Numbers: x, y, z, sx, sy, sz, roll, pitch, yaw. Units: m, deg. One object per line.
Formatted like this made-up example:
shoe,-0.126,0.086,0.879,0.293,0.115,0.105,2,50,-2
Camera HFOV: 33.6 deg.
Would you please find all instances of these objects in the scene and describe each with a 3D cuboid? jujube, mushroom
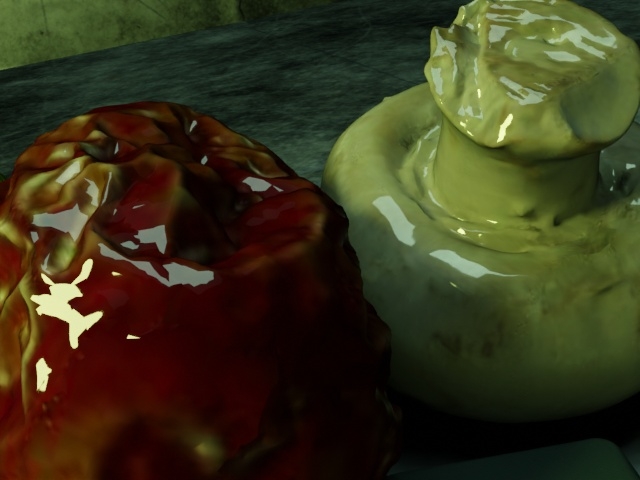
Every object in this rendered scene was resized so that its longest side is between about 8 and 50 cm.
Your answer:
jujube,-0.094,0.059,0.647,0.276,0.277,0.377,-10,20,-4
mushroom,0.138,-0.035,0.736,0.297,0.290,0.298,0,42,0

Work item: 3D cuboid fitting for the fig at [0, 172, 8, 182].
fig,-0.295,0.018,0.896,0.314,0.233,0.233,-8,20,18

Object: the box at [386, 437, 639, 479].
box,0.112,0.184,0.531,0.160,0.050,0.230,-10,20,-1
